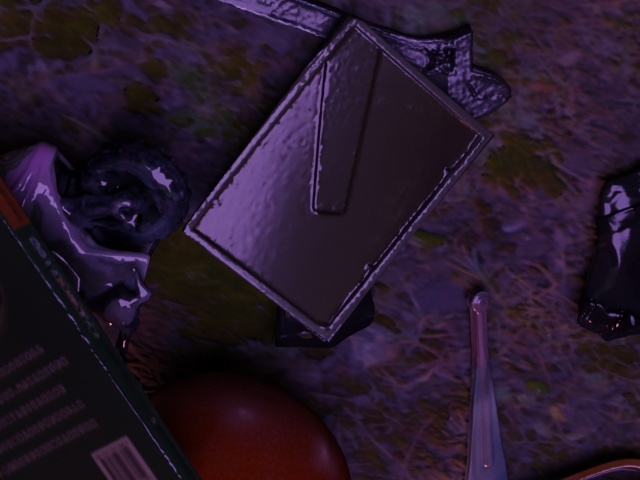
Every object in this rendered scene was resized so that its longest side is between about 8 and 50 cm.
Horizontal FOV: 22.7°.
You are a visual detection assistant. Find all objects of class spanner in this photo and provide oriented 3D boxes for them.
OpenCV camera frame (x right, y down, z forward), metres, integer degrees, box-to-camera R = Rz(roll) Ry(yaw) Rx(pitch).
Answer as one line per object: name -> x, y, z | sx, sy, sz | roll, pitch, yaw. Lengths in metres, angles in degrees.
spanner -> 0.034, -0.191, 1.492 | 0.325, 0.026, 0.093 | 18, 110, -13

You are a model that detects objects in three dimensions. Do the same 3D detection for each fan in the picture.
fan -> 0.166, 0.177, 1.669 | 0.057, 0.023, 0.282 | -10, 115, -5

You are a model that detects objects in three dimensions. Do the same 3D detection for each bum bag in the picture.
bum bag -> 0.000, 0.000, 1.549 | 0.106, 0.060, 0.233 | -5, 115, -11
bum bag -> 0.312, 0.016, 1.607 | 0.087, 0.049, 0.198 | 3, 112, -15

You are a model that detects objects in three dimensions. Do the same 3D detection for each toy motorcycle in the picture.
toy motorcycle -> -0.243, 0.029, 1.493 | 0.188, 0.143, 0.327 | 18, 125, -6

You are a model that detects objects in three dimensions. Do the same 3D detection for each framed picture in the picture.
framed picture -> 0.017, -0.055, 1.492 | 0.189, 0.023, 0.260 | 37, 92, -19

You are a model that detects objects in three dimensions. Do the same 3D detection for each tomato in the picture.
tomato -> -0.092, 0.251, 1.542 | 0.255, 0.224, 0.256 | 20, 142, 16

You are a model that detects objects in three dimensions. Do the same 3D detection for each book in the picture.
book -> -0.283, 0.108, 1.432 | 0.260, 0.043, 0.371 | -29, 96, 42

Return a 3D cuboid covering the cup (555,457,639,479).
cup -> 0.282, 0.356, 1.691 | 0.264, 0.182, 0.226 | -10, 80, -3
